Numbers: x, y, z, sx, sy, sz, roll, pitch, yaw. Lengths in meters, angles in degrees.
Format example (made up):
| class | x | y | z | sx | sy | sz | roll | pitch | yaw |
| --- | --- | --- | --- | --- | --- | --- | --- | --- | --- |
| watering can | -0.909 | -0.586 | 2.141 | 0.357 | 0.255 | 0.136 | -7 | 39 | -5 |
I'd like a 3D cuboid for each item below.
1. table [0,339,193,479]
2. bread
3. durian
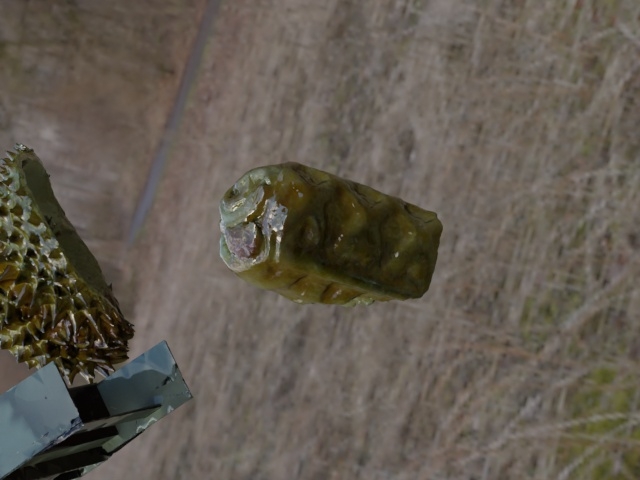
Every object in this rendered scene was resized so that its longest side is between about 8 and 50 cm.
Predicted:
| class | x | y | z | sx | sy | sz | roll | pitch | yaw |
| --- | --- | --- | --- | --- | --- | --- | --- | --- | --- |
| table | -0.209 | 0.149 | 0.941 | 0.175 | 0.062 | 0.146 | -33 | -13 | 22 |
| bread | 0.000 | 0.000 | 0.600 | 0.066 | 0.110 | 0.060 | -53 | 36 | 30 |
| durian | -0.262 | 0.018 | 1.180 | 0.139 | 0.252 | 0.144 | -28 | -13 | -50 |
